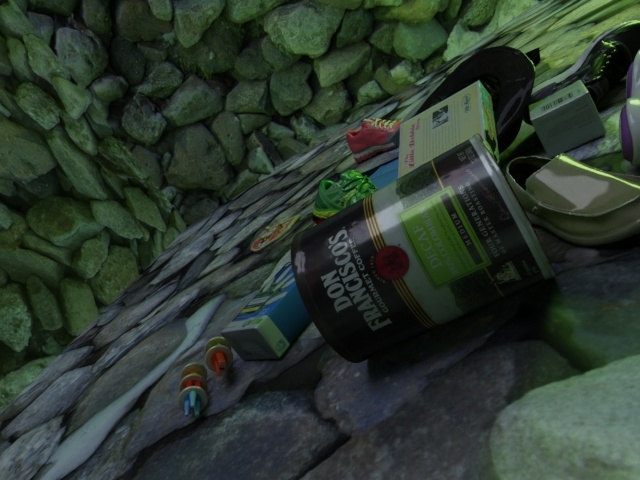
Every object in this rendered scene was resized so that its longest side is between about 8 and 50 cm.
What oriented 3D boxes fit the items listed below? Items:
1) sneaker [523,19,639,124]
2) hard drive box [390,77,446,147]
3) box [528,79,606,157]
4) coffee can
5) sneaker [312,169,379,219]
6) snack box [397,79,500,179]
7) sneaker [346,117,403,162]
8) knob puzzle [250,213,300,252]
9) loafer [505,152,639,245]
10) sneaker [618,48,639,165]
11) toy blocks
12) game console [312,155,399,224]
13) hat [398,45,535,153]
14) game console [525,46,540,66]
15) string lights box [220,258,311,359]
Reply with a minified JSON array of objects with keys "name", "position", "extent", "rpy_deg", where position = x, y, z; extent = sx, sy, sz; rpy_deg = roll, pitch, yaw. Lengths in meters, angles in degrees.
[{"name":"sneaker","position":[0.555,-0.317,0.958],"extent":[0.283,0.107,0.124],"rpy_deg":[-39,22,15]},{"name":"hard drive box","position":[0.337,-0.392,1.512],"extent":[0.181,0.089,0.232],"rpy_deg":[-43,7,41]},{"name":"box","position":[0.452,-0.225,0.883],"extent":[0.101,0.087,0.102],"rpy_deg":[-25,18,31]},{"name":"coffee can","position":[0.128,0.016,0.634],"extent":[0.275,0.202,0.202],"rpy_deg":[-29,17,19]},{"name":"sneaker","position":[0.086,-0.105,1.118],"extent":[0.109,0.124,0.295],"rpy_deg":[-3,5,-43]},{"name":"snack box","position":[0.235,-0.138,0.896],"extent":[0.187,0.060,0.322],"rpy_deg":[-23,44,37]},{"name":"sneaker","position":[0.215,-0.397,1.763],"extent":[0.313,0.136,0.116],"rpy_deg":[-19,23,43]},{"name":"knob puzzle","position":[-0.176,-0.022,1.660],"extent":[0.213,0.030,0.213],"rpy_deg":[-32,17,11]},{"name":"loafer","position":[0.335,-0.066,0.653],"extent":[0.101,0.092,0.268],"rpy_deg":[-36,16,-6]},{"name":"sneaker","position":[0.528,-0.206,0.691],"extent":[0.152,0.114,0.305],"rpy_deg":[-3,38,39]},{"name":"toy blocks","position":[-0.209,0.251,0.874],"extent":[0.123,0.054,0.148],"rpy_deg":[-47,17,-2]},{"name":"game console","position":[0.179,-0.167,1.318],"extent":[0.386,0.060,0.342],"rpy_deg":[-19,23,43]},{"name":"hat","position":[0.336,-0.247,1.045],"extent":[0.331,0.133,0.332],"rpy_deg":[-33,40,33]},{"name":"game console","position":[0.556,-0.500,1.548],"extent":[0.361,0.044,0.213],"rpy_deg":[-45,19,-30]},{"name":"string lights box","position":[-0.062,0.117,0.949],"extent":[0.133,0.077,0.260],"rpy_deg":[-18,23,48]}]
